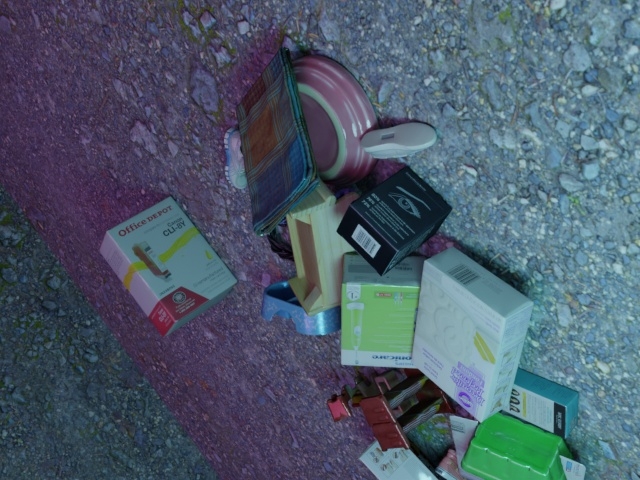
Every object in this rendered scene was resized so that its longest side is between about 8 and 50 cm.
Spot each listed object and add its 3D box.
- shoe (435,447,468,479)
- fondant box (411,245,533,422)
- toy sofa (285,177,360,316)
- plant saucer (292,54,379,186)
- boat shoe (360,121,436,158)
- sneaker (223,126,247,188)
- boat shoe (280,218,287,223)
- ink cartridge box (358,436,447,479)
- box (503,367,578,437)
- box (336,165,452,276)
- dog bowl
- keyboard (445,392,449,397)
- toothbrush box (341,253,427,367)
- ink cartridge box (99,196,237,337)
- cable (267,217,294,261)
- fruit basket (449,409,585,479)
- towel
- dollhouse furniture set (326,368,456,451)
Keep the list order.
[{"bbox_3d":[0.396,0.649,2.066,0.178,0.081,0.063,41,168,-33],"label":"shoe"},{"bbox_3d":[0.331,0.213,1.668,0.238,0.096,0.330,39,142,39],"label":"fondant box"},{"bbox_3d":[0.000,0.000,1.848,0.150,0.177,0.362,-126,20,-46],"label":"toy sofa"},{"bbox_3d":[-0.007,-0.274,1.779,0.332,0.084,0.332,31,138,32],"label":"plant saucer"},{"bbox_3d":[0.178,-0.211,1.630,0.184,0.066,0.063,-8,150,33],"label":"boat shoe"},{"bbox_3d":[-0.222,-0.223,2.088,0.083,0.071,0.191,22,134,30],"label":"sneaker"},{"bbox_3d":[-0.096,-0.095,2.001,0.258,0.089,0.109,41,141,2],"label":"boat shoe"},{"bbox_3d":[0.275,0.688,2.139,0.309,0.130,0.272,45,179,15],"label":"ink cartridge box"},{"bbox_3d":[0.479,0.362,1.737,0.244,0.060,0.100,20,131,40],"label":"box"},{"bbox_3d":[0.165,-0.046,1.651,0.153,0.207,0.108,46,144,15],"label":"box"},{"bbox_3d":[-0.051,0.188,2.143,0.297,0.166,0.074,14,117,44],"label":"dog bowl"},{"bbox_3d":[0.343,0.368,1.947,0.072,0.014,0.256,45,144,6],"label":"keyboard"},{"bbox_3d":[0.155,0.178,1.836,0.206,0.122,0.283,1,127,4],"label":"toothbrush box"},{"bbox_3d":[-0.516,0.084,2.493,0.385,0.279,0.160,51,144,6],"label":"ink cartridge box"},{"bbox_3d":[-0.095,-0.010,2.125,0.184,0.047,0.150,30,138,32],"label":"cable"},{"bbox_3d":[0.489,0.564,1.830,0.327,0.165,0.353,17,150,29],"label":"fruit basket"},{"bbox_3d":[-0.114,-0.227,1.722,0.271,0.040,0.370,-41,53,47],"label":"towel"},{"bbox_3d":[0.166,0.469,2.049,0.374,0.201,0.152,-28,89,56],"label":"dollhouse furniture set"}]
